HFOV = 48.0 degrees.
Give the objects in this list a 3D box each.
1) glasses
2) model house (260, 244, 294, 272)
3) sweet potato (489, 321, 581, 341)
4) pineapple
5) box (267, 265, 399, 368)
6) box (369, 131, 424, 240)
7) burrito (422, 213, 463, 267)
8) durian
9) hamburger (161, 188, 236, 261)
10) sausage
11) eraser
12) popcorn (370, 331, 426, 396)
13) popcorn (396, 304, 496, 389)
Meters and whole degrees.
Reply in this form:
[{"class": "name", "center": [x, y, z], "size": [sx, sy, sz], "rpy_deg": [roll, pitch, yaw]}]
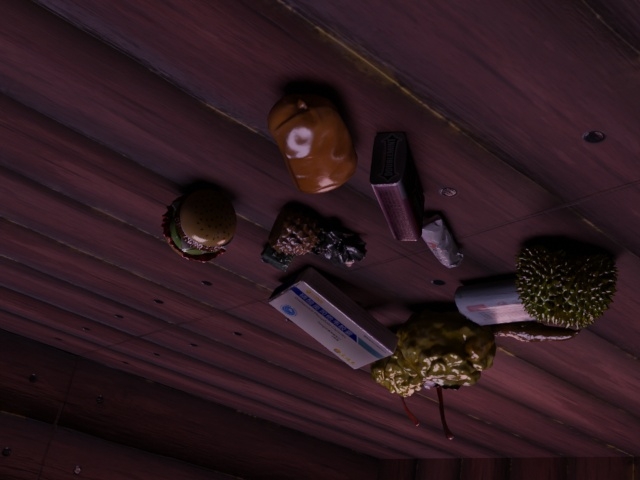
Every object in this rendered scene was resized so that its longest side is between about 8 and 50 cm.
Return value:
[{"class": "glasses", "center": [0.350, 0.568, 2.541], "size": [0.234, 0.268, 0.118], "rpy_deg": [30, 130, -30]}, {"class": "model house", "center": [-0.111, 0.037, 1.880], "size": [0.083, 0.066, 0.079], "rpy_deg": [30, 165, 1]}, {"class": "sweet potato", "center": [0.587, 0.252, 2.007], "size": [0.274, 0.067, 0.067], "rpy_deg": [1, 153, 27]}, {"class": "pineapple", "center": [0.000, 0.000, 1.700], "size": [0.237, 0.111, 0.119], "rpy_deg": [17, -175, -24]}, {"class": "box", "center": [0.036, 0.227, 2.051], "size": [0.343, 0.065, 0.200], "rpy_deg": [39, 142, -14]}, {"class": "box", "center": [0.153, -0.100, 1.402], "size": [0.069, 0.120, 0.224], "rpy_deg": [-1, 150, 18]}, {"class": "burrito", "center": [0.273, 0.002, 1.630], "size": [0.064, 0.064, 0.203], "rpy_deg": [-4, 149, 29]}, {"class": "durian", "center": [0.548, 0.107, 1.611], "size": [0.237, 0.176, 0.200], "rpy_deg": [11, 175, -24]}, {"class": "hamburger", "center": [-0.269, -0.040, 1.659], "size": [0.175, 0.175, 0.137], "rpy_deg": [26, 145, -28]}, {"class": "sausage", "center": [-0.014, -0.175, 1.312], "size": [0.136, 0.120, 0.241], "rpy_deg": [-28, 149, 3]}, {"class": "eraser", "center": [0.483, 0.158, 1.837], "size": [0.227, 0.081, 0.174], "rpy_deg": [-13, 149, 40]}, {"class": "popcorn", "center": [0.269, 0.382, 2.277], "size": [0.181, 0.217, 0.235], "rpy_deg": [35, 165, 13]}, {"class": "popcorn", "center": [0.355, 0.297, 2.038], "size": [0.286, 0.215, 0.252], "rpy_deg": [5, -168, 24]}]
